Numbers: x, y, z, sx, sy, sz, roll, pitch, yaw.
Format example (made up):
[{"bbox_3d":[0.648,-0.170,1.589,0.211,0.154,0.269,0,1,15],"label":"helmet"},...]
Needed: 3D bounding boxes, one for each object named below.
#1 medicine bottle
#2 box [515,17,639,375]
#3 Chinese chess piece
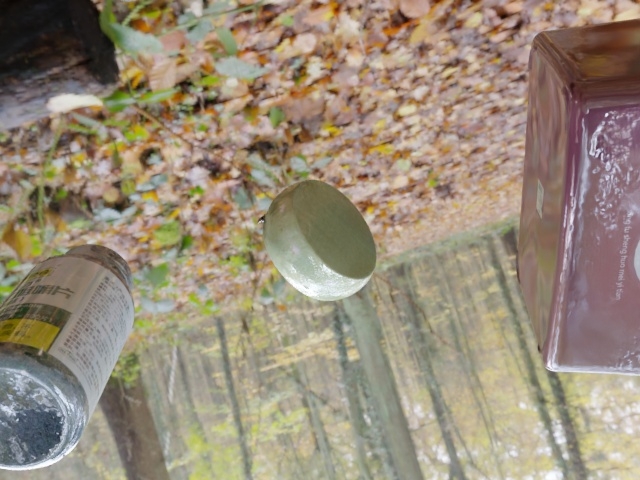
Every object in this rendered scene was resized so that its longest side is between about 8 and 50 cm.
[{"bbox_3d":[-0.293,0.107,0.774,0.141,0.142,0.293,-17,-158,7],"label":"medicine bottle"},{"bbox_3d":[0.254,-0.034,0.546,0.167,0.294,0.193,-1,-149,8],"label":"box"},{"bbox_3d":[0.000,0.000,0.461,0.034,0.084,0.084,-38,164,34],"label":"Chinese chess piece"}]
